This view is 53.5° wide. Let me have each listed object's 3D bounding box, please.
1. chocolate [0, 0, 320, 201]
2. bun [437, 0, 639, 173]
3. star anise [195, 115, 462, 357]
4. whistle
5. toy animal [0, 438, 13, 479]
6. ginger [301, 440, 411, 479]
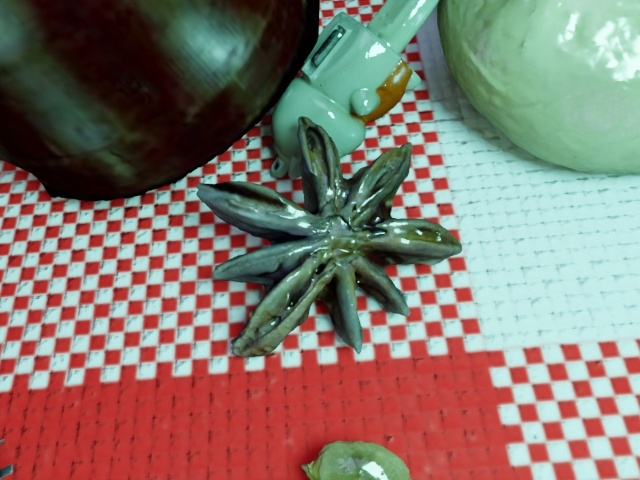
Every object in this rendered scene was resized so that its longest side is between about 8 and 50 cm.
[{"bbox_3d":[-0.227,-0.261,0.555,0.383,0.331,0.384,-14,53,19],"label":"chocolate"},{"bbox_3d":[0.283,-0.244,0.616,0.360,0.213,0.361,-1,56,2],"label":"bun"},{"bbox_3d":[0.000,0.000,0.538,0.229,0.093,0.237,28,81,-1],"label":"star anise"},{"bbox_3d":[0.032,-0.159,0.619,0.101,0.105,0.253,44,104,23],"label":"whistle"},{"bbox_3d":[-0.251,0.192,0.483,0.028,0.050,0.084,8,12,-25],"label":"toy animal"},{"bbox_3d":[-0.005,0.217,0.429,0.214,0.059,0.133,-23,54,-12],"label":"ginger"}]
